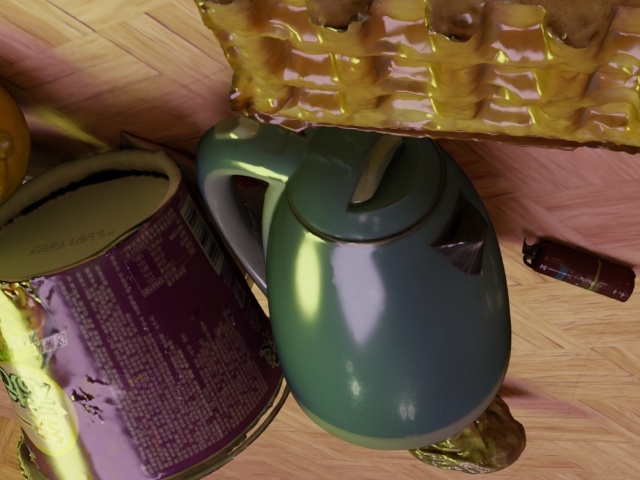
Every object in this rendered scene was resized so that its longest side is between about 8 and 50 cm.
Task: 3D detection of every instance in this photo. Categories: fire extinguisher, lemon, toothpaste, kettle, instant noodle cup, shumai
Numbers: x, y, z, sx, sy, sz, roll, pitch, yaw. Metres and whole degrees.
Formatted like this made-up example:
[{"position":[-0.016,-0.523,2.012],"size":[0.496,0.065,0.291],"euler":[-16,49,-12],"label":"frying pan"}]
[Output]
[{"position":[0.270,0.028,1.345],"size":[0.132,0.039,0.056],"euler":[18,151,-7],"label":"fire extinguisher"},{"position":[-0.392,-0.099,1.298],"size":[0.203,0.178,0.178],"euler":[1,156,37],"label":"lemon"},{"position":[-0.133,-0.068,1.392],"size":[0.194,0.043,0.067],"euler":[22,155,2],"label":"toothpaste"},{"position":[0.022,0.008,1.217],"size":[0.319,0.247,0.342],"euler":[17,150,22],"label":"kettle"},{"position":[-0.225,0.077,1.349],"size":[0.340,0.340,0.266],"euler":[1,127,35],"label":"instant noodle cup"},{"position":[0.201,0.257,1.887],"size":[0.209,0.161,0.153],"euler":[27,150,44],"label":"shumai"}]

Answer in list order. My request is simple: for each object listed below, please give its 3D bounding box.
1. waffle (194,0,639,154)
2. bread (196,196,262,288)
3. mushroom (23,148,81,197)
[{"position":[0.095,-0.132,0.891],"size":[0.348,0.077,0.304],"euler":[6,171,7],"label":"waffle"},{"position":[-0.172,-0.027,1.545],"size":[0.240,0.135,0.178],"euler":[20,126,-9],"label":"bread"},{"position":[-0.443,-0.094,1.481],"size":[0.351,0.097,0.109],"euler":[16,150,12],"label":"mushroom"}]
